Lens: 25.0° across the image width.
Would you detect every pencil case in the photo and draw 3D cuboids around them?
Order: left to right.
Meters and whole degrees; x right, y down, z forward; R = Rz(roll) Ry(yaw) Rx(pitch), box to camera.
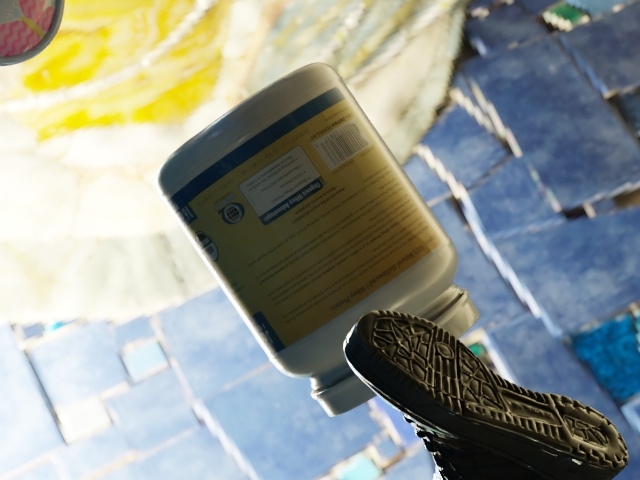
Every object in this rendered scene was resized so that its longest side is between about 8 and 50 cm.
[{"bbox_3d":[-0.326,-0.195,1.194,0.273,0.124,0.113,4,111,48],"label":"pencil case"}]

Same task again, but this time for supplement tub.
[{"bbox_3d":[0.000,0.000,0.952,0.199,0.144,0.144,56,167,0],"label":"supplement tub"}]

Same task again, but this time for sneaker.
[{"bbox_3d":[0.070,0.101,0.657,0.089,0.170,0.051,-54,18,35],"label":"sneaker"}]
